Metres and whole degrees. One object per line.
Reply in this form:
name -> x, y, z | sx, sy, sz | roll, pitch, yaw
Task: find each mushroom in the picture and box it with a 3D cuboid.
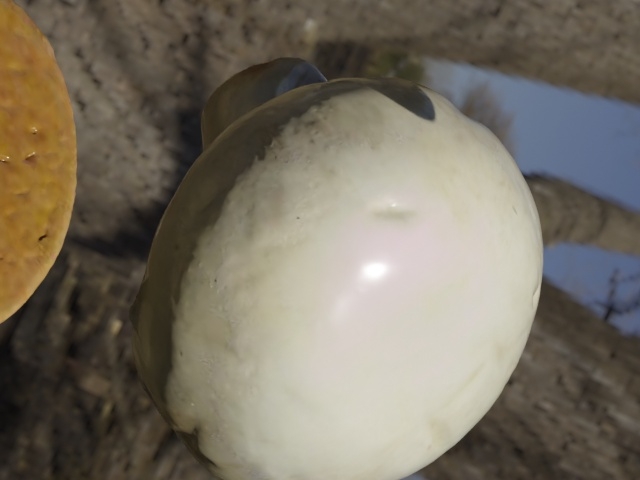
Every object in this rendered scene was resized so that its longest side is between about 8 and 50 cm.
mushroom -> 0.028, 0.013, 1.241 | 0.356, 0.315, 0.315 | -64, -179, -37

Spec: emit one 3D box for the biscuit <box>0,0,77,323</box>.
biscuit -> -0.215, -0.088, 0.773 | 0.044, 0.288, 0.202 | -23, -171, 42
